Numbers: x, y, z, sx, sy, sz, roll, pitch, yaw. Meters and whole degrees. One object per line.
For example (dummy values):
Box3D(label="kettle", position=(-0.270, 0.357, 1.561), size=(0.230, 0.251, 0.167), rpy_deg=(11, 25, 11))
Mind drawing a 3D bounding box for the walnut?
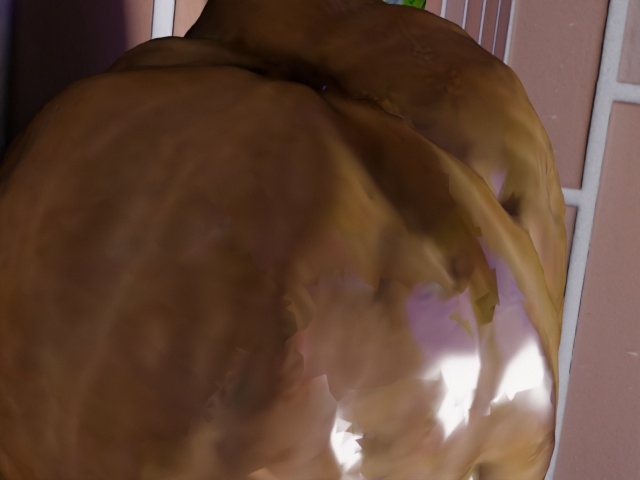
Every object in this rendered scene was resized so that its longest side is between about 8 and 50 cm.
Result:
Box3D(label="walnut", position=(-0.022, 0.050, 0.687), size=(0.306, 0.306, 0.344), rpy_deg=(-65, 159, -50))

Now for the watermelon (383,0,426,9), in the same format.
Box3D(label="watermelon", position=(0.008, -0.187, 0.970), size=(0.187, 0.140, 0.141), rpy_deg=(-83, 173, -48))
